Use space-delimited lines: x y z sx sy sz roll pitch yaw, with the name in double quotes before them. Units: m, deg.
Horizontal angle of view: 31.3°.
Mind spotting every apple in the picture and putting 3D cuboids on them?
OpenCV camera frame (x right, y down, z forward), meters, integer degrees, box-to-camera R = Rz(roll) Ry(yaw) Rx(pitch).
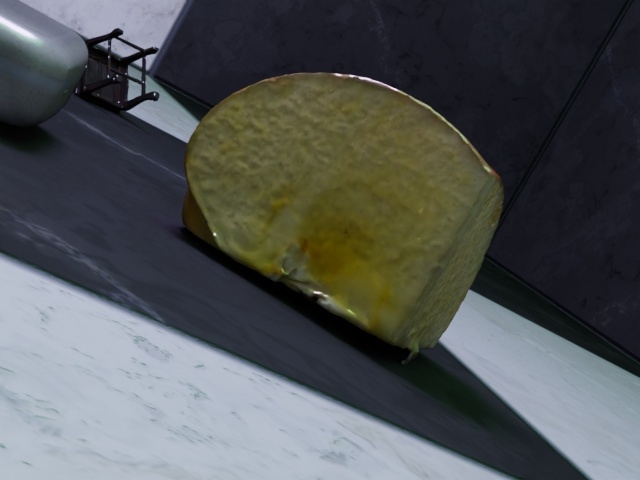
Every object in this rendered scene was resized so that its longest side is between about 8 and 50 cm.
"apple" 0.015 -0.025 1.246 0.309 0.314 0.252 32 49 20

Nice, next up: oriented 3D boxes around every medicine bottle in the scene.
"medicine bottle" -0.447 -0.254 1.264 0.375 0.123 0.282 27 11 -9

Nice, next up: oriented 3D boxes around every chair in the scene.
"chair" -0.398 -0.284 1.994 0.229 0.113 0.106 -12 -21 34
